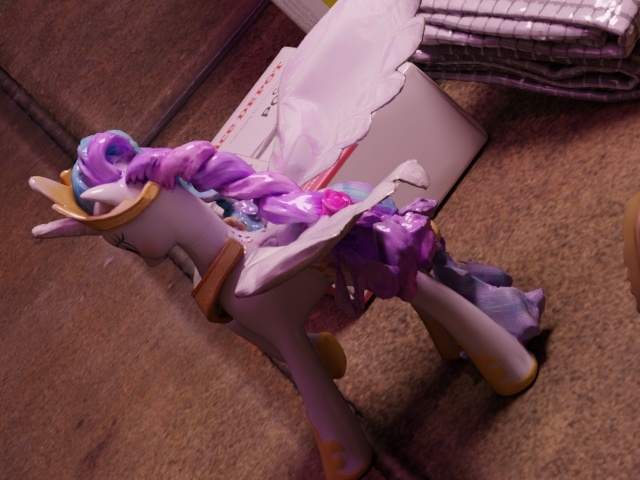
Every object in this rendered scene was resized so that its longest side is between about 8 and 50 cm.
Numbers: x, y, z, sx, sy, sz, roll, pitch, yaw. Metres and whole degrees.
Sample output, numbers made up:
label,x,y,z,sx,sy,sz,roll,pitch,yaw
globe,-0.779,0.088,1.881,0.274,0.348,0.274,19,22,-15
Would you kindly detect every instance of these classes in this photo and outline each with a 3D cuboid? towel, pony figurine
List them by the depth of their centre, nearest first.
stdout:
label,x,y,z,sx,sy,sz,roll,pitch,yaw
pony figurine,0.000,0.000,1.479,0.351,0.363,0.303,-32,29,32
towel,0.212,-0.245,1.718,0.284,0.121,0.235,10,62,40

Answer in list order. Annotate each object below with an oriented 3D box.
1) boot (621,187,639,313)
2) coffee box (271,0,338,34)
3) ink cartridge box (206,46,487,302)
label,x,y,z,sx,sy,sz,roll,pitch,yaw
boot,0.326,0.042,1.097,0.089,0.236,0.269,-32,7,-40
coffee box,0.011,-0.484,2.169,0.334,0.338,0.337,-39,27,19
ink cartridge box,0.000,-0.069,1.864,0.207,0.117,0.283,-54,26,-9
